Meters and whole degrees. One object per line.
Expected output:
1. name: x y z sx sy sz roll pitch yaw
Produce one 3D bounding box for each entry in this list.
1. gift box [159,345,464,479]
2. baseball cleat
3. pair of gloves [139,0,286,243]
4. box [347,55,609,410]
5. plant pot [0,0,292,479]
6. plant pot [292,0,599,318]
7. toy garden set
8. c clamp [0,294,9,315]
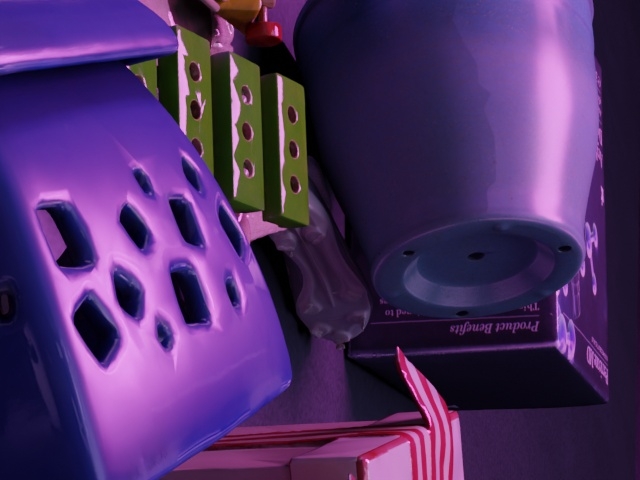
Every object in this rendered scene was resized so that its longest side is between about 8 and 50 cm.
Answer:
1. gift box: -0.024 0.216 1.116 0.255 0.258 0.276 -21 106 -71
2. baseball cleat: 0.000 0.000 1.540 0.206 0.072 0.109 72 12 -50
3. pair of gloves: -0.103 -0.092 1.287 0.204 0.042 0.240 -39 116 -61
4. box: 0.170 -0.043 1.842 0.293 0.212 0.395 39 50 -66
5. plant pot: -0.171 0.007 0.782 0.236 0.236 0.212 -28 105 -70
6. plant pot: 0.122 -0.082 1.537 0.272 0.271 0.255 55 25 -57
7. toy garden set: -0.090 -0.125 1.227 0.244 0.049 0.204 19 65 -60
8. c clamp: -0.194 0.062 1.012 0.137 0.022 0.161 -47 131 -66
